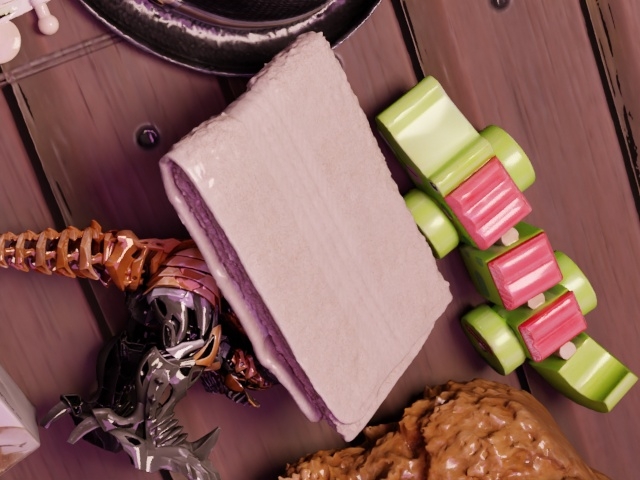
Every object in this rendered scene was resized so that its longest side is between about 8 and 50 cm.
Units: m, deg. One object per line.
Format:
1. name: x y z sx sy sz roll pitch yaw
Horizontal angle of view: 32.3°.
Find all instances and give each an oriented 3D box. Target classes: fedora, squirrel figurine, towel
1. fedora: -0.064 -0.280 0.817 0.334 0.152 0.334 -3 101 -17
2. squirrel figurine: 0.110 0.338 0.957 0.370 0.281 0.397 -43 82 13
3. towel: 0.000 0.000 0.858 0.187 0.049 0.282 -49 123 -37

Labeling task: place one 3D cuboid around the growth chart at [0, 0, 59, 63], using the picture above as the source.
1. growth chart: -0.329 -0.198 0.822 0.237 0.021 0.172 -16 105 -13

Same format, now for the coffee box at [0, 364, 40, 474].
1. coffee box: -0.357 0.167 0.841 0.246 0.098 0.141 -36 108 -8

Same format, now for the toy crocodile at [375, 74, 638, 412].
1. toy crocodile: 0.162 0.012 0.965 0.115 0.105 0.340 -34 107 -8

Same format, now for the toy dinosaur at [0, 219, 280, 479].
1. toy dinosaur: -0.117 0.073 0.893 0.322 0.164 0.218 21 80 -5
